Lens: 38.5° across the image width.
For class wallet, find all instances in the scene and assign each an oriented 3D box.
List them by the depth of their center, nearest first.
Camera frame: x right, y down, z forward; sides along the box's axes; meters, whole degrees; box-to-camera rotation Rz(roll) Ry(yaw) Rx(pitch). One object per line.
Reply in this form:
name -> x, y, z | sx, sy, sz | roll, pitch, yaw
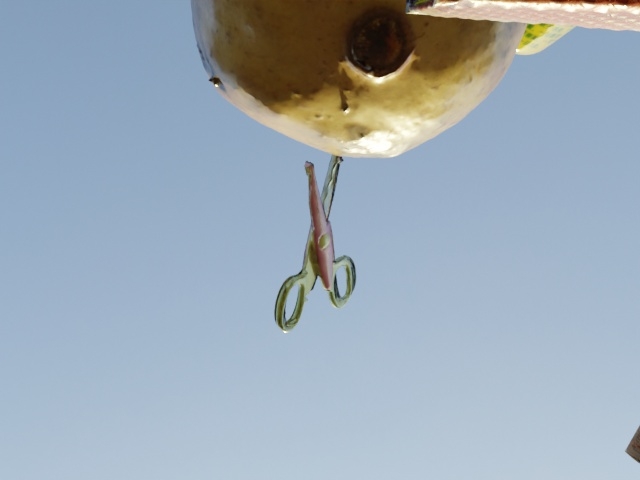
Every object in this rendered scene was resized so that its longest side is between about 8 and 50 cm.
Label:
wallet -> 0.153, -0.136, 0.531 | 0.196, 0.103, 0.020 | 3, -80, -3

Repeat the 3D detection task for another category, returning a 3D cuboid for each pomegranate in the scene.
pomegranate -> 0.033, -0.204, 0.758 | 0.281, 0.281, 0.281 | 1, -55, 1

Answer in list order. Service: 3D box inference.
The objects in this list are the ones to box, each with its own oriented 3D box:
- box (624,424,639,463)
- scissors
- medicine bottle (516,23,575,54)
box -> 0.330, 0.095, 0.764 | 0.055, 0.039, 0.218 | 15, -75, -52
scissors -> 0.000, 0.000, 0.988 | 0.020, 0.133, 0.187 | 18, -64, 35
medicine bottle -> 0.283, -0.284, 0.882 | 0.111, 0.076, 0.309 | -2, -22, -39
